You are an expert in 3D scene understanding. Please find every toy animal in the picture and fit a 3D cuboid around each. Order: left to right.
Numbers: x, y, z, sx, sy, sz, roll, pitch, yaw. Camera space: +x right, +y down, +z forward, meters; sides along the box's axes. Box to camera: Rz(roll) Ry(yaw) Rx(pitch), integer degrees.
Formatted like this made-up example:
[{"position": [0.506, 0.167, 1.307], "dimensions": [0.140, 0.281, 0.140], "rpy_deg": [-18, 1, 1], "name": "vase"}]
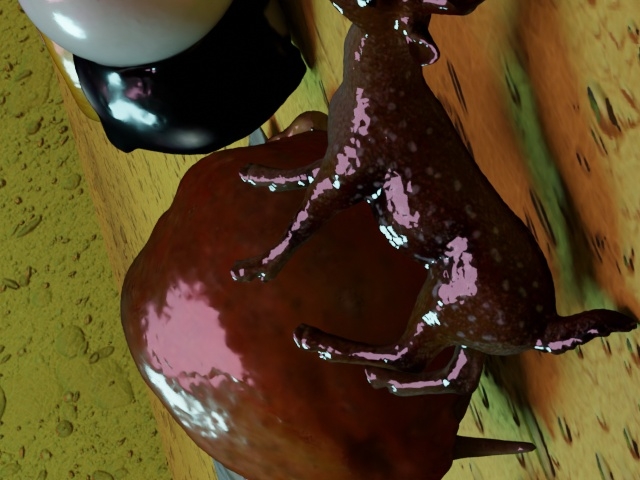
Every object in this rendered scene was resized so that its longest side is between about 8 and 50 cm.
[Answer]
[{"position": [-0.127, -0.184, 1.207], "dimensions": [0.187, 0.165, 0.235], "rpy_deg": [53, 174, 45], "name": "toy animal"}, {"position": [0.052, -0.045, 0.815], "dimensions": [0.243, 0.087, 0.260], "rpy_deg": [48, 134, -8], "name": "toy animal"}]

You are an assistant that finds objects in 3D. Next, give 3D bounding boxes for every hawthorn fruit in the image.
[{"position": [0.010, 0.063, 1.004], "dimensions": [0.262, 0.210, 0.210], "rpy_deg": [43, 156, 23], "name": "hawthorn fruit"}]

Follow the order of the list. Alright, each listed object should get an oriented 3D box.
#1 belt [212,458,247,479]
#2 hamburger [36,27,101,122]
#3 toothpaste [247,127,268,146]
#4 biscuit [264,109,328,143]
[{"position": [-0.006, 0.232, 1.398], "dimensions": [0.126, 0.140, 0.230], "rpy_deg": [-126, 24, -59], "name": "belt"}, {"position": [-0.197, -0.215, 1.619], "dimensions": [0.237, 0.147, 0.236], "rpy_deg": [160, 90, -90], "name": "hamburger"}, {"position": [-0.056, -0.029, 1.503], "dimensions": [0.233, 0.038, 0.060], "rpy_deg": [104, 145, -63], "name": "toothpaste"}, {"position": [0.000, 0.000, 1.220], "dimensions": [0.118, 0.061, 0.183], "rpy_deg": [-19, 88, 36], "name": "biscuit"}]
